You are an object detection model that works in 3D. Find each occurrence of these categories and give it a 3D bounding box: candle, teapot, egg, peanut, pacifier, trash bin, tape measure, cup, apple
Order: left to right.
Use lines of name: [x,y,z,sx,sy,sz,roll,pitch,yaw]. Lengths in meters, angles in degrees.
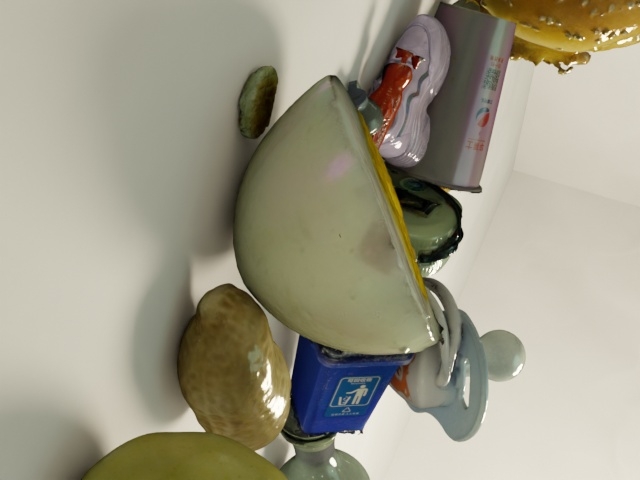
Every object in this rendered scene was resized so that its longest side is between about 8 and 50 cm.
apple: [-0.140,0.309,0.953,0.262,0.262,0.262,18,90,-75]
peanut: [-0.101,0.152,1.137,0.253,0.122,0.137,78,24,-55]
teapot: [-0.005,0.389,1.694,0.183,0.184,0.250,-55,148,-47]
egg: [0.000,0.000,1.115,0.337,0.201,0.337,-24,90,-83]
trash bin: [0.032,0.182,1.548,0.184,0.163,0.234,-109,-153,-45]
teapot: [0.053,-0.192,1.408,0.057,0.066,0.088,65,20,-45]
candle: [0.061,-0.135,1.458,0.048,0.051,0.329,26,90,-57]
tape measure: [0.151,-0.044,1.650,0.235,0.207,0.115,-48,149,-52]
cup: [0.223,-0.245,1.661,0.203,0.203,0.288,-27,136,-69]
pacifier: [0.227,0.180,1.577,0.299,0.233,0.244,-153,-114,-63]

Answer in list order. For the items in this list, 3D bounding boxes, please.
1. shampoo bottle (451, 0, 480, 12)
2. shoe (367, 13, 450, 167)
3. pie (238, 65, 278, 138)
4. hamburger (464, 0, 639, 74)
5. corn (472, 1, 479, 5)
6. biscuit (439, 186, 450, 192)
shampoo bottle: [0.236,-0.340,1.820,0.118,0.087,0.234,87,26,-46]
shoe: [0.125,-0.242,1.543,0.138,0.095,0.244,7,97,-59]
pie: [-0.067,-0.152,1.078,0.084,0.020,0.084,19,90,-76]
hamburger: [0.383,-0.465,1.721,0.287,0.445,0.268,-45,175,17]
corn: [0.326,-0.393,2.050,0.106,0.106,0.305,-56,158,-46]
biscuit: [0.201,-0.128,1.896,0.029,0.118,0.247,-63,168,17]
